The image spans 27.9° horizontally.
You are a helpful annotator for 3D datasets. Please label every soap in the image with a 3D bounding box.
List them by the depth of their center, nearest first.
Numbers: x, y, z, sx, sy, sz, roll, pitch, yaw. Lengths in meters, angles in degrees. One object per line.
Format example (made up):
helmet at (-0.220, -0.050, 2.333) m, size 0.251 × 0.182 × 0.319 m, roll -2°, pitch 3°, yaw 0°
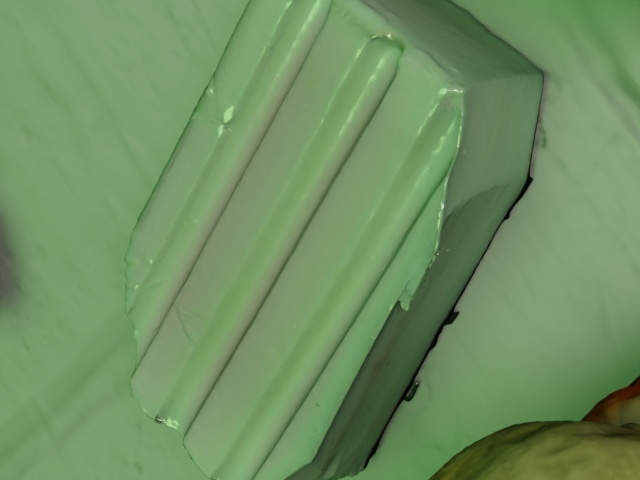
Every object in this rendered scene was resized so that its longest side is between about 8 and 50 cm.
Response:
soap at (0.000, 0.000, 0.590) m, size 0.145 × 0.091 × 0.230 m, roll 44°, pitch 120°, yaw 24°

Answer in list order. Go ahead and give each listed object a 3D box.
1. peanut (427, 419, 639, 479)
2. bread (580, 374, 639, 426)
peanut at (0.059, 0.149, 0.428) m, size 0.122 × 0.137 × 0.253 m, roll 26°, pitch 122°, yaw -13°
bread at (0.219, 0.177, 0.456) m, size 0.295 × 0.114 × 0.328 m, roll -45°, pitch 74°, yaw 34°
